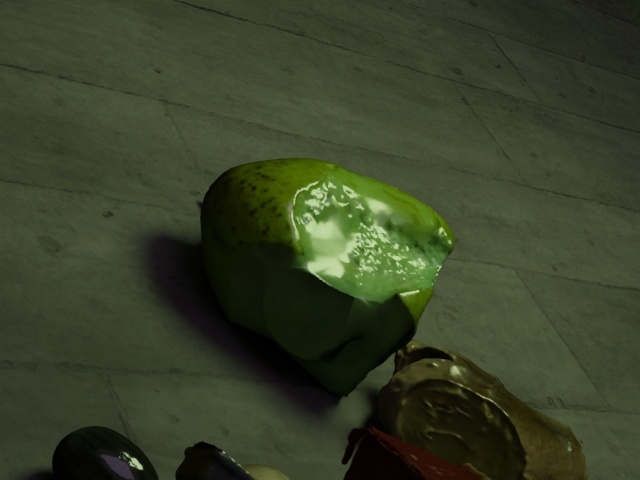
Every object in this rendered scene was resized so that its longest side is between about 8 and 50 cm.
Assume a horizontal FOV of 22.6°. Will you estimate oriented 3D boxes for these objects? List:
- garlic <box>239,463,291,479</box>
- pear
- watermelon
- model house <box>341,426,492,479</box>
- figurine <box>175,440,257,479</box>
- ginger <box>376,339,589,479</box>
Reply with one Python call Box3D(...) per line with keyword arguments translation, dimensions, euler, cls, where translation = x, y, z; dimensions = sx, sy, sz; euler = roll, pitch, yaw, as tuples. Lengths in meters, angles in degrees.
Box3D(translation=(-0.073, 0.286, 1.449), dimensions=(0.245, 0.145, 0.164), euler=(-82, 149, -61), cls="garlic")
Box3D(translation=(0.000, 0.000, 1.861), dimensions=(0.282, 0.176, 0.286), euler=(35, 37, -3), cls="pear")
Box3D(translation=(-0.191, 0.215, 1.443), dimensions=(0.110, 0.078, 0.078), euler=(38, 27, 3), cls="watermelon")
Box3D(translation=(0.138, 0.305, 1.548), dimensions=(0.254, 0.160, 0.196), euler=(20, 5, -25), cls="model house")
Box3D(translation=(-0.095, 0.322, 1.219), dimensions=(0.342, 0.285, 0.167), euler=(15, -29, 51), cls="figurine")
Box3D(translation=(0.186, 0.219, 1.846), dimensions=(0.275, 0.130, 0.221), euler=(43, 17, 12), cls="ginger")
